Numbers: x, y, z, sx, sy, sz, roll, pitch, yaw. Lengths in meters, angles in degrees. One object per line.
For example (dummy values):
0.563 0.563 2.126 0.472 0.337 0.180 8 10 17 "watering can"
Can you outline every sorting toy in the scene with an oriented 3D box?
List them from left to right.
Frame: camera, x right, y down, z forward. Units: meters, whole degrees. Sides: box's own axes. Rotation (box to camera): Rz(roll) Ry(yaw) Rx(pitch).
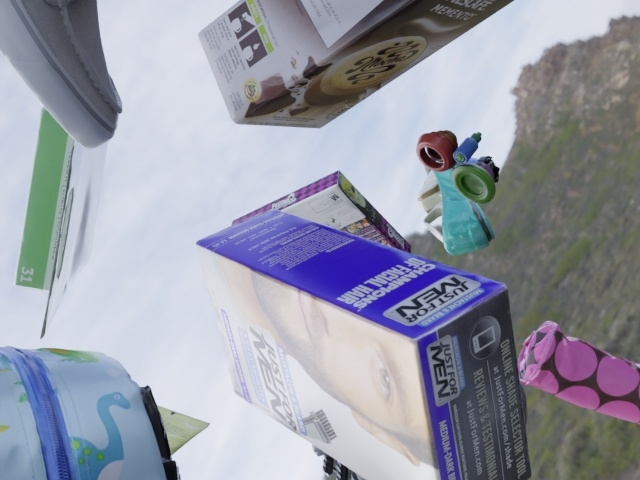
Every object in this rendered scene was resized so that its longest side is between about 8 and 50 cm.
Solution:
0.151 -0.088 0.993 0.042 0.102 0.061 -48 -9 -29 "sorting toy"

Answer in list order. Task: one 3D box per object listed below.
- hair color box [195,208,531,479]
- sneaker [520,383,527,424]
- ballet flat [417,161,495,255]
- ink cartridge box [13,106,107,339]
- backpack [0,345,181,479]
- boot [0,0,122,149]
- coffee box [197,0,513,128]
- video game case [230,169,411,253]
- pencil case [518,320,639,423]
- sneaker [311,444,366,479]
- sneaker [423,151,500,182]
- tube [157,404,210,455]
0.026 0.100 0.859 0.110 0.339 0.185 -26 -64 -31 "hair color box"
0.187 0.232 1.313 0.125 0.140 0.341 -41 19 -17 "sneaker"
0.188 -0.059 1.393 0.247 0.087 0.083 -97 -17 -58 "ballet flat"
-0.237 -0.032 0.840 0.235 0.056 0.171 -100 22 -75 "ink cartridge box"
-0.203 0.195 0.531 0.273 0.355 0.290 12 -115 -43 "backpack"
-0.158 -0.187 0.573 0.123 0.095 0.258 -27 -60 -1 "boot"
0.041 -0.239 0.992 0.297 0.119 0.168 -30 -12 33 "coffee box"
0.000 0.000 1.575 0.210 0.232 0.042 44 -142 -32 "video game case"
0.339 0.163 1.118 0.098 0.209 0.095 -82 17 -59 "pencil case"
0.008 0.198 1.224 0.118 0.292 0.110 -27 -31 -23 "sneaker"
0.244 -0.122 1.581 0.152 0.084 0.058 11 -92 -48 "sneaker"
-0.213 0.250 1.162 0.070 0.062 0.240 -19 -19 -33 "tube"
